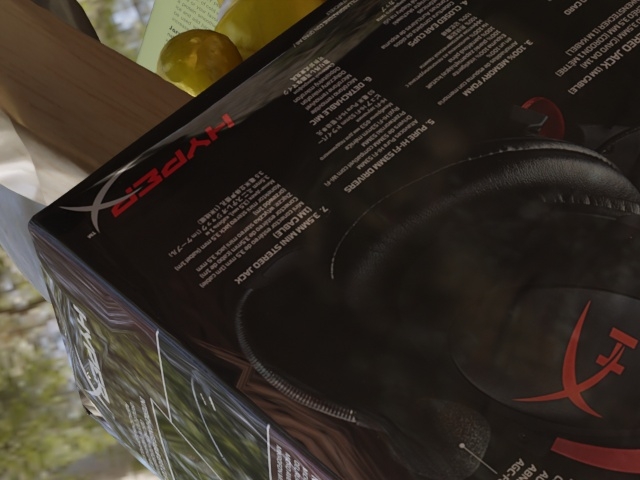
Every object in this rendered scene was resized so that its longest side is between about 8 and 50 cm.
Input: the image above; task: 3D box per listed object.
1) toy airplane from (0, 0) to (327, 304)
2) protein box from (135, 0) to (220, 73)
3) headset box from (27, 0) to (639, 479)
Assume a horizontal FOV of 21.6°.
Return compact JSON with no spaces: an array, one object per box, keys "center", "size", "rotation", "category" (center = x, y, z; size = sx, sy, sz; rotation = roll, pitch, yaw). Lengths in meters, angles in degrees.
[{"center":[0.000,0.000,0.735],"size":[0.384,0.272,0.386],"rotation":[-51,-54,-51],"category":"toy airplane"},{"center":[-0.003,-0.153,1.214],"size":[0.200,0.201,0.136],"rotation":[36,-140,15],"category":"protein box"},{"center":[0.096,0.042,0.489],"size":[0.218,0.293,0.110],"rotation":[-40,-31,-24],"category":"headset box"}]
